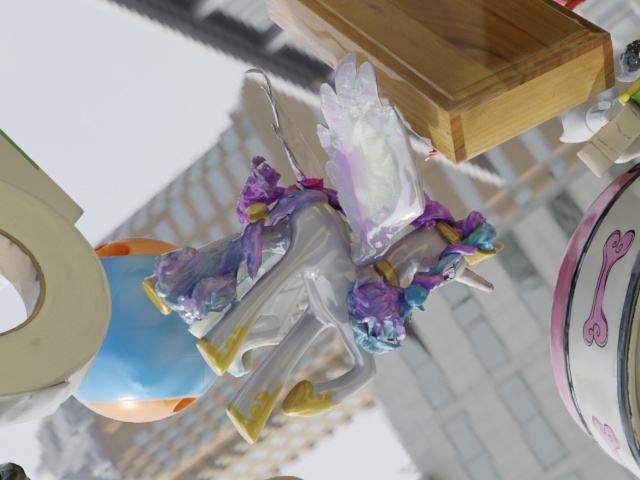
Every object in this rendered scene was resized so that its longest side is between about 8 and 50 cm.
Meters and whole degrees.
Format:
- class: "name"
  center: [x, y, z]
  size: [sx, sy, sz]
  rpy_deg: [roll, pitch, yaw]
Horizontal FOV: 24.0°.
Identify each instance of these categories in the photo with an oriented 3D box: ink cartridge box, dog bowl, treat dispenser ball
- class: "ink cartridge box"
  center: [-0.514, -0.033, 2.269]
  size: [0.201, 0.278, 0.117]
  rpy_deg: [46, -128, -12]
- class: "dog bowl"
  center: [0.414, 0.081, 1.599]
  size: [0.408, 0.408, 0.150]
  rpy_deg: [37, 167, -34]
- class: "treat dispenser ball"
  center: [-0.283, 0.138, 2.353]
  size: [0.288, 0.288, 0.288]
  rpy_deg: [43, -158, -22]

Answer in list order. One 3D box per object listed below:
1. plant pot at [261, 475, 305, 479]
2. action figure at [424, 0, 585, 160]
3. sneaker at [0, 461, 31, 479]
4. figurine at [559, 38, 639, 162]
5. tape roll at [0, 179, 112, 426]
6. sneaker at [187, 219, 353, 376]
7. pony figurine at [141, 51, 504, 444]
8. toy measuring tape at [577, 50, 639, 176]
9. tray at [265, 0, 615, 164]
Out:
- class: "plant pot"
  center: [-0.049, 0.348, 1.883]
  size: [0.134, 0.134, 0.095]
  rpy_deg: [50, -149, -5]
- class: "action figure"
  center: [0.200, -0.188, 1.778]
  size: [0.280, 0.139, 0.091]
  rpy_deg: [-40, -74, -33]
- class: "sneaker"
  center: [-0.360, 0.379, 1.757]
  size: [0.106, 0.101, 0.267]
  rpy_deg: [49, -154, -30]
- class: "figurine"
  center: [0.449, -0.212, 2.190]
  size: [0.092, 0.215, 0.209]
  rpy_deg: [45, 176, -15]
- class: "tape roll"
  center: [-0.456, 0.066, 1.908]
  size: [0.392, 0.072, 0.392]
  rpy_deg: [18, -140, -16]
- class: "sneaker"
  center: [-0.043, 0.063, 1.755]
  size: [0.092, 0.228, 0.087]
  rpy_deg: [50, -166, 3]
- class: "pony figurine"
  center: [0.000, 0.000, 1.624]
  size: [0.351, 0.363, 0.303]
  rpy_deg: [59, 165, -20]
- class: "toy measuring tape"
  center: [0.388, -0.172, 1.661]
  size: [0.121, 0.121, 0.330]
  rpy_deg: [52, -138, 1]
- class: "tray"
  center: [0.116, -0.241, 1.674]
  size: [0.411, 0.202, 0.076]
  rpy_deg: [45, 155, 47]
